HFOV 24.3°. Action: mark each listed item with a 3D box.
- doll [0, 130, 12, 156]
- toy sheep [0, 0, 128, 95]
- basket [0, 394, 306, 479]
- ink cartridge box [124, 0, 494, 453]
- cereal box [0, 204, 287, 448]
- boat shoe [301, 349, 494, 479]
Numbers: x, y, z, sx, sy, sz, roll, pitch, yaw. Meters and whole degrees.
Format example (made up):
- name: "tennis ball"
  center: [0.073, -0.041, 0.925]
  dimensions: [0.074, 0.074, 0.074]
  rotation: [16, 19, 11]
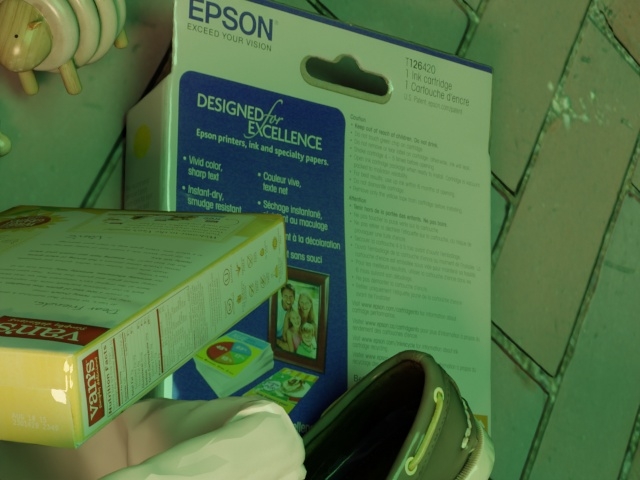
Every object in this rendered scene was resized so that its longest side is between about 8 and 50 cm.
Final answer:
- name: "doll"
  center: [-0.221, -0.042, 0.861]
  dimensions: [0.129, 0.046, 0.189]
  rotation: [-9, 85, -66]
- name: "toy sheep"
  center: [-0.161, -0.146, 0.921]
  dimensions: [0.091, 0.091, 0.132]
  rotation: [53, 38, -20]
- name: "basket"
  center: [-0.197, 0.240, 0.653]
  dimensions: [0.328, 0.331, 0.266]
  rotation: [-22, 102, -42]
- name: "ink cartridge box"
  center: [0.000, 0.000, 1.045]
  dimensions: [0.303, 0.072, 0.307]
  rotation: [11, 73, -38]
- name: "cereal box"
  center: [-0.138, 0.032, 0.732]
  dimensions: [0.240, 0.173, 0.047]
  rotation: [-36, 127, -64]
- name: "boat shoe"
  center: [-0.017, 0.194, 0.925]
  dimensions: [0.305, 0.109, 0.091]
  rotation: [-44, 127, -20]
